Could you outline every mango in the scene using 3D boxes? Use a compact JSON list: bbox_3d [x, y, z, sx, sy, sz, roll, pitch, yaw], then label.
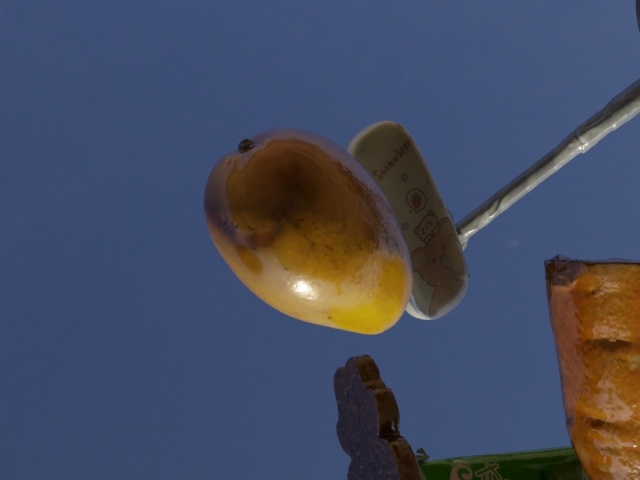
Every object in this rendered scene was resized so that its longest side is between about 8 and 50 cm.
[{"bbox_3d":[0.000,0.000,1.143,0.219,0.112,0.144,41,-145,-48],"label":"mango"}]

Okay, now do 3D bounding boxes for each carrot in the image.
[{"bbox_3d":[0.268,0.122,1.337,0.159,0.159,0.225,2,-83,-19],"label":"carrot"}]

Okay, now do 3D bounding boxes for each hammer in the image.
[{"bbox_3d":[0.272,-0.104,1.693,0.044,0.427,0.152,44,-161,-19],"label":"hammer"}]

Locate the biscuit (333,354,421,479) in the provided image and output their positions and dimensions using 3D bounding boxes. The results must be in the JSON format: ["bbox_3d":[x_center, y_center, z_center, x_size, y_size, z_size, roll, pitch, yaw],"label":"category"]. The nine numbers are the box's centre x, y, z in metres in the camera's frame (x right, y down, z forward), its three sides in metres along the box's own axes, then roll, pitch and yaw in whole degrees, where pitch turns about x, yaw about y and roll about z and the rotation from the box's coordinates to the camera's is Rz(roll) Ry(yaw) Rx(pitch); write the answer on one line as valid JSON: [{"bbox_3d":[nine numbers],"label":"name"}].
[{"bbox_3d":[0.049,0.182,1.259,0.026,0.124,0.175,-5,-109,-22],"label":"biscuit"}]

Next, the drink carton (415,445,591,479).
[{"bbox_3d":[0.182,0.278,1.399,0.271,0.108,0.161,0,-126,-35],"label":"drink carton"}]

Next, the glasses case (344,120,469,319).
[{"bbox_3d":[0.083,-0.018,1.458,0.081,0.051,0.204,-35,-68,-24],"label":"glasses case"}]

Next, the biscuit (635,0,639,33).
[{"bbox_3d":[0.459,-0.214,1.461,0.366,0.115,0.268,3,-74,-27],"label":"biscuit"}]
